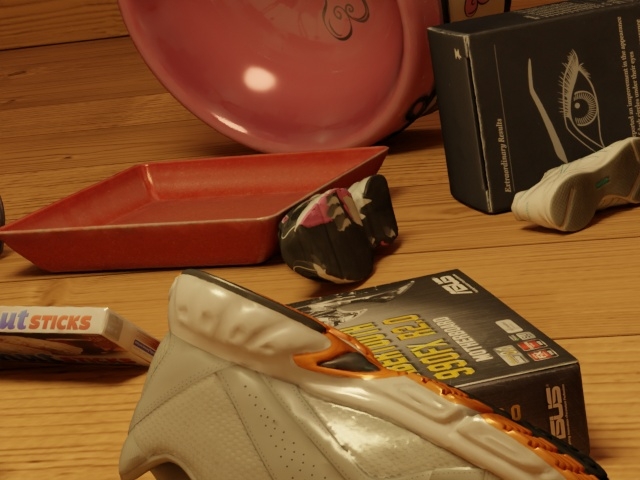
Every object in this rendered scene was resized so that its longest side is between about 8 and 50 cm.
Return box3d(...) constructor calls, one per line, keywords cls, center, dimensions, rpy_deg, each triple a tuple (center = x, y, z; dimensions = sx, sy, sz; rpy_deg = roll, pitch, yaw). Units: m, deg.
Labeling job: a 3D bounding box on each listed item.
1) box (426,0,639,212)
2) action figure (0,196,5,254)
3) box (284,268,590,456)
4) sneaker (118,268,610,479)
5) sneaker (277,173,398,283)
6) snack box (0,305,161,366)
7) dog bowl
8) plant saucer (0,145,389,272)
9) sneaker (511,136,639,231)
box3d(cls="box", center=(0.208, -0.121, 1.603), dimensions=(0.207, 0.153, 0.108), rpy_deg=(-11, 12, -12))
box3d(cls="action figure", center=(-0.373, 0.009, 1.551), dimensions=(0.185, 0.099, 0.285), rpy_deg=(5, 20, 18))
box3d(cls="box", center=(0.024, 0.080, 1.054), dimensions=(0.183, 0.056, 0.231), rpy_deg=(-10, 13, -9))
box3d(cls="sneaker", center=(0.022, 0.114, 0.860), dimensions=(0.262, 0.121, 0.099), rpy_deg=(24, -1, 31))
box3d(cls="sneaker", center=(0.000, 0.000, 1.439), dimensions=(0.077, 0.072, 0.178), rpy_deg=(-17, 1, 20))
box3d(cls="snack box", center=(-0.197, 0.063, 1.279), dimensions=(0.178, 0.022, 0.064), rpy_deg=(-1, -22, 32))
box3d(cls="dog bowl", center=(-0.027, -0.257, 1.884), dimensions=(0.408, 0.408, 0.150), rpy_deg=(0, 33, 32))
box3d(cls="plant saucer", center=(-0.100, -0.024, 1.622), dimensions=(0.259, 0.048, 0.258), rpy_deg=(-4, 14, 25))
box3d(cls="sneaker", center=(0.211, -0.047, 1.502), dimensions=(0.152, 0.054, 0.061), rpy_deg=(-20, 14, -39))
